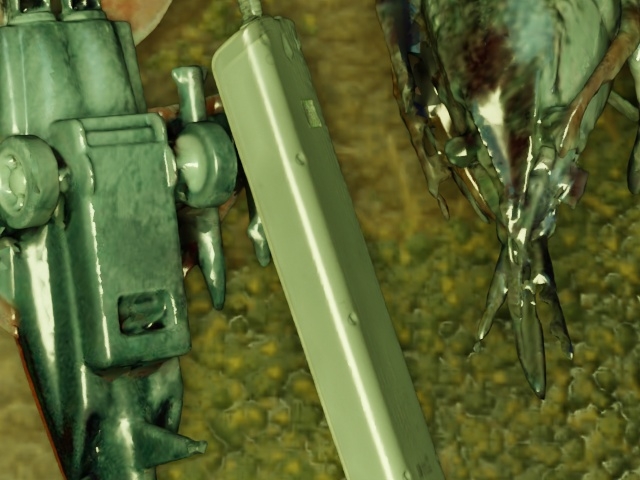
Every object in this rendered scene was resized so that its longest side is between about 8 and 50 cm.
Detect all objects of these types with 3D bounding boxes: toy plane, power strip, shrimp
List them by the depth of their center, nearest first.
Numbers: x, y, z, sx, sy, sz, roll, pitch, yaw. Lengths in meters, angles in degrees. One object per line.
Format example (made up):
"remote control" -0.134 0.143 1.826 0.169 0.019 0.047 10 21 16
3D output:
"toy plane" -0.091 0.028 0.808 0.223 0.104 0.326 -7 78 -37
"power strip" 0.000 0.000 0.824 0.027 0.060 0.252 -19 88 20
"shrimp" 0.113 -0.108 0.842 0.172 0.137 0.372 -8 74 9
